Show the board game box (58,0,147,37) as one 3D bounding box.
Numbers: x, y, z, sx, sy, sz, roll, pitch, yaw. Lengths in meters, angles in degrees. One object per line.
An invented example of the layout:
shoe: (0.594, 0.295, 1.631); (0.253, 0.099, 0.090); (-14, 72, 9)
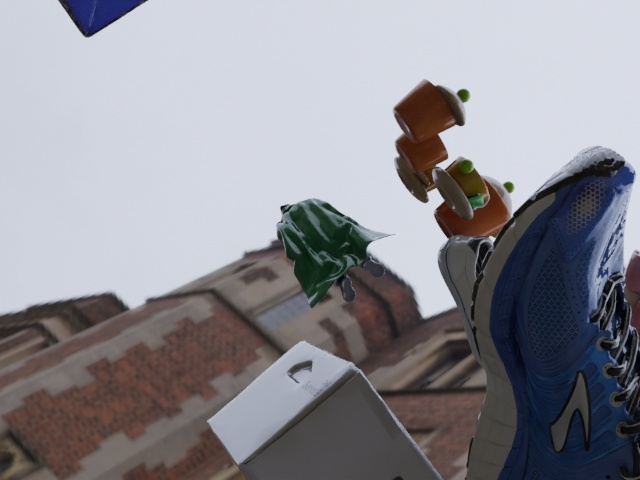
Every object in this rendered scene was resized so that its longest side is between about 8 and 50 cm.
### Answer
board game box: (-0.273, -0.420, 1.270); (0.291, 0.232, 0.141); (51, -8, 47)

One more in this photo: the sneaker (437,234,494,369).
sneaker: (0.254, 0.109, 1.433); (0.258, 0.094, 0.091); (58, -23, -10)

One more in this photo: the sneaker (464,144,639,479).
sneaker: (0.193, 0.088, 0.697); (0.147, 0.130, 0.330); (20, -49, 33)

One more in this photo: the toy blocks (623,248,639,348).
toy blocks: (0.441, 0.103, 1.149); (0.260, 0.309, 0.288); (-62, -150, 16)

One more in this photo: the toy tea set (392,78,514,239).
toy tea set: (0.199, -0.115, 1.431); (0.200, 0.124, 0.336); (54, -5, 17)

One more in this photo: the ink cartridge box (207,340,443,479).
ink cartridge box: (0.043, 0.241, 0.858); (0.289, 0.121, 0.211); (54, -12, -7)

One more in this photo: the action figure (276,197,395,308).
action figure: (0.000, 0.000, 1.333); (0.063, 0.137, 0.232); (56, -7, -34)
